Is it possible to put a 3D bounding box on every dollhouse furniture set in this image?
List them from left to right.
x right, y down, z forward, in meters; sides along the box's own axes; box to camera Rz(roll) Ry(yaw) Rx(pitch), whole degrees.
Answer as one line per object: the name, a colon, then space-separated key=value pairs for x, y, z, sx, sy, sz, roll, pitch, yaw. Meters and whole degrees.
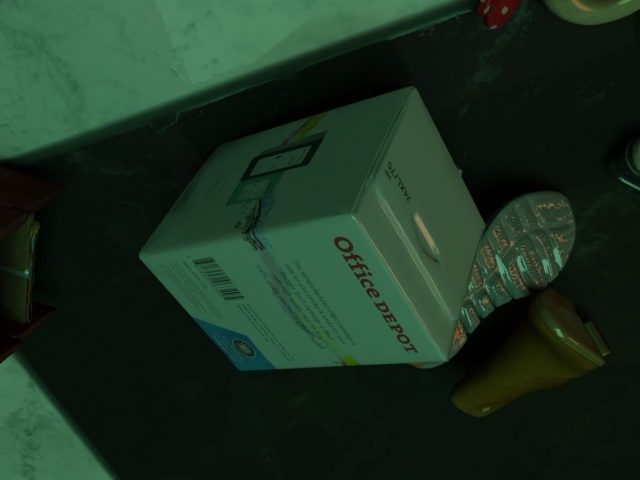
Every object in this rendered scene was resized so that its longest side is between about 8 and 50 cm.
dollhouse furniture set: x=-0.506 y=-0.016 z=0.792 sx=0.374 sy=0.152 sz=0.201 roll=21 pitch=121 yaw=3

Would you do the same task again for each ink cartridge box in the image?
ink cartridge box: x=0.000 y=0.000 z=0.729 sx=0.270 sy=0.197 sz=0.198 roll=-9 pitch=129 yaw=35

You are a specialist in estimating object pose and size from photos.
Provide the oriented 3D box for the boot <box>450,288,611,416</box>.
boot: x=0.263 y=0.168 z=0.916 sx=0.211 sy=0.104 sz=0.295 roll=-34 pitch=152 yaw=20

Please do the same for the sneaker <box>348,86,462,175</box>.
sneaker: x=0.099 y=-0.125 z=0.780 sx=0.152 sy=0.058 sz=0.085 roll=18 pitch=96 yaw=-4

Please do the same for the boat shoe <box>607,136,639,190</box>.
boat shoe: x=0.453 y=-0.078 z=0.867 sx=0.206 sy=0.075 sz=0.065 roll=17 pitch=163 yaw=-21

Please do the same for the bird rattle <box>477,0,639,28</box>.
bird rattle: x=0.276 y=-0.286 z=0.671 sx=0.206 sy=0.143 sz=0.253 roll=24 pitch=122 yaw=-37

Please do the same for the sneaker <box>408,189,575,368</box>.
sneaker: x=0.164 y=0.029 z=0.870 sx=0.321 sy=0.180 sz=0.125 roll=-30 pitch=107 yaw=-24
